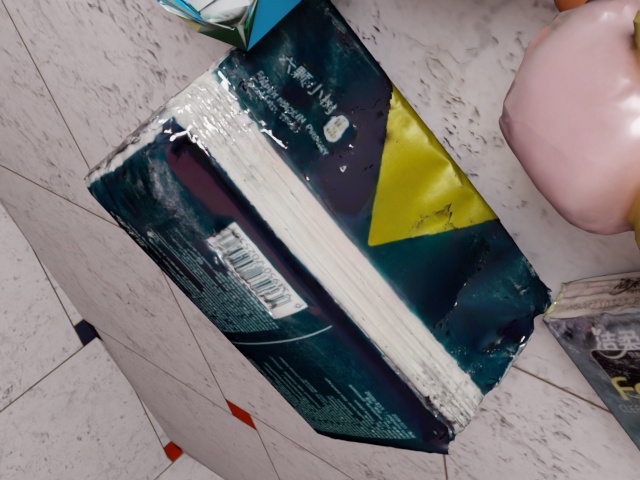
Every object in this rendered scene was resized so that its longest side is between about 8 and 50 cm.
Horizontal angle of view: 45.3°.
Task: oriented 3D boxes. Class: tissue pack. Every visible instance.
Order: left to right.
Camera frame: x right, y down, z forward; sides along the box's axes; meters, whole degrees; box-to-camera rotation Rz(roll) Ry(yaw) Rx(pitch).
[{"bbox_3d":[0.000,0.000,0.801,0.416,0.253,0.264,50,150,-13],"label":"tissue pack"},{"bbox_3d":[0.348,0.134,0.734,0.235,0.073,0.173,51,150,-15],"label":"tissue pack"}]

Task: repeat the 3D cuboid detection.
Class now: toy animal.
[{"bbox_3d":[0.229,-0.048,0.451,0.281,0.169,0.195,49,-175,31],"label":"toy animal"}]

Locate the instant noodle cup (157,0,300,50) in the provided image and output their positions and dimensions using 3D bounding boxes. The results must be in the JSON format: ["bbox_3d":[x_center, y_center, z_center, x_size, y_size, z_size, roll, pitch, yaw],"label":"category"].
[{"bbox_3d":[-0.062,-0.282,0.575,0.240,0.178,0.240,32,151,20],"label":"instant noodle cup"}]
